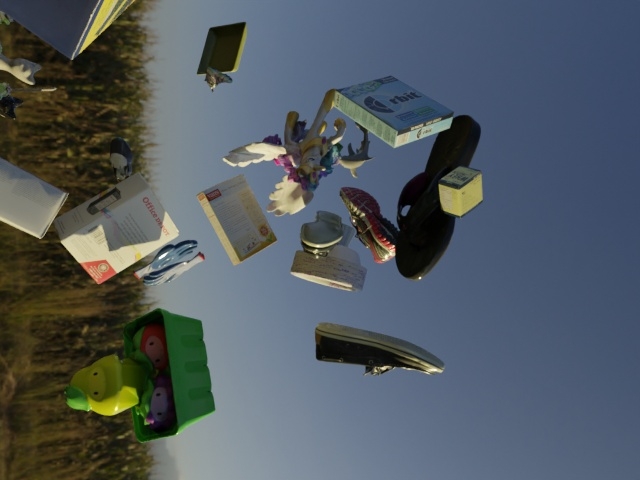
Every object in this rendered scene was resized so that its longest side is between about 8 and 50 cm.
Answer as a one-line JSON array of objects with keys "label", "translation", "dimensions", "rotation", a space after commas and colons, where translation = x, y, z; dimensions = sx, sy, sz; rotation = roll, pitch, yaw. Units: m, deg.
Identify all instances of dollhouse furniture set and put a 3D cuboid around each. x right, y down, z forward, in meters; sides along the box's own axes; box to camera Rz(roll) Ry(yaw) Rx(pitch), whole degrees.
[{"label": "dollhouse furniture set", "translation": [0.009, -0.296, 1.907], "dimensions": [0.152, 0.058, 0.076], "rotation": [-37, -165, 42]}]

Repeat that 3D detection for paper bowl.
[{"label": "paper bowl", "translation": [0.038, 0.092, 2.094], "dimensions": [0.284, 0.284, 0.148], "rotation": [-10, -117, 69]}]

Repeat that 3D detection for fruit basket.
[{"label": "fruit basket", "translation": [-0.534, 0.405, 1.627], "dimensions": [0.283, 0.392, 0.391], "rotation": [-25, -114, 39]}]

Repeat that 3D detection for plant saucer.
[{"label": "plant saucer", "translation": [-0.339, -0.670, 1.959], "dimensions": [0.188, 0.045, 0.188], "rotation": [8, -99, 36]}]

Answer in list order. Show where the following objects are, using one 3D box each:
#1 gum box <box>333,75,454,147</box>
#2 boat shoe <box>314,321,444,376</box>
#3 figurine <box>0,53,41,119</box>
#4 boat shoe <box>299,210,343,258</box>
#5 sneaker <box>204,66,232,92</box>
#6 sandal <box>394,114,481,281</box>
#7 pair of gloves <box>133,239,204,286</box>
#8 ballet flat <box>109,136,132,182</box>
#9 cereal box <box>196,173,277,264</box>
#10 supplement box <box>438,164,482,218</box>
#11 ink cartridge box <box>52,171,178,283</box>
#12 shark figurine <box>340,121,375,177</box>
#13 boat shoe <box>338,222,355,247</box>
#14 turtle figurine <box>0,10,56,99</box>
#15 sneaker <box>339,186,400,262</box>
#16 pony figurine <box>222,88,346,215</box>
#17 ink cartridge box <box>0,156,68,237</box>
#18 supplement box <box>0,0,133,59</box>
[{"label": "gum box", "translation": [0.144, -0.263, 1.104], "dimensions": [0.184, 0.157, 0.041], "rotation": [43, -38, 33]}, {"label": "boat shoe", "translation": [0.212, 0.437, 2.081], "dimensions": [0.187, 0.501, 0.155], "rotation": [11, 91, -82]}, {"label": "figurine", "translation": [-0.919, -0.452, 1.542], "dimensions": [0.092, 0.210, 0.214], "rotation": [132, -27, -62]}, {"label": "boat shoe", "translation": [-0.004, -0.001, 1.712], "dimensions": [0.340, 0.127, 0.113], "rotation": [-79, -175, -72]}, {"label": "sneaker", "translation": [-0.321, -0.492, 1.721], "dimensions": [0.098, 0.038, 0.069], "rotation": [33, -69, 22]}, {"label": "sandal", "translation": [0.257, -0.118, 1.340], "dimensions": [0.168, 0.107, 0.445], "rotation": [-7, -121, 58]}, {"label": "pair of gloves", "translation": [-0.351, 0.053, 1.286], "dimensions": [0.023, 0.159, 0.198], "rotation": [58, -11, 15]}, {"label": "ballet flat", "translation": [-0.651, -0.252, 1.800], "dimensions": [0.203, 0.074, 0.074], "rotation": [119, -36, -61]}, {"label": "cereal box", "translation": [-0.251, -0.067, 1.685], "dimensions": [0.047, 0.173, 0.240], "rotation": [-22, -83, 45]}, {"label": "supplement box", "translation": [0.314, -0.109, 1.232], "dimensions": [0.056, 0.083, 0.083], "rotation": [25, -40, 44]}, {"label": "ink cartridge box", "translation": [-0.647, -0.040, 1.765], "dimensions": [0.131, 0.306, 0.226], "rotation": [42, -20, 42]}, {"label": "shark figurine", "translation": [0.189, -0.382, 2.347], "dimensions": [0.116, 0.166, 0.278], "rotation": [2, -129, 38]}, {"label": "boat shoe", "translation": [0.071, 0.017, 2.329], "dimensions": [0.079, 0.081, 0.227], "rotation": [-50, -170, 51]}, {"label": "turtle figurine", "translation": [-0.811, -0.455, 1.360], "dimensions": [0.266, 0.275, 0.197], "rotation": [9, -58, 28]}, {"label": "sneaker", "translation": [0.147, -0.060, 1.831], "dimensions": [0.299, 0.121, 0.112], "rotation": [57, -49, 24]}, {"label": "pony figurine", "translation": [-0.079, -0.273, 1.737], "dimensions": [0.351, 0.303, 0.363], "rotation": [-17, -137, 39]}, {"label": "ink cartridge box", "translation": [-0.805, -0.141, 1.323], "dimensions": [0.272, 0.309, 0.130], "rotation": [9, -111, 55]}, {"label": "supplement box", "translation": [-0.489, -0.584, 1.151], "dimensions": [0.195, 0.194, 0.356], "rotation": [-37, -153, 40]}]
